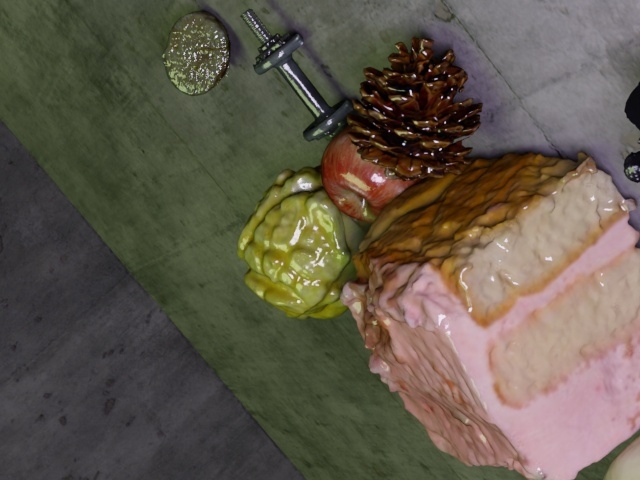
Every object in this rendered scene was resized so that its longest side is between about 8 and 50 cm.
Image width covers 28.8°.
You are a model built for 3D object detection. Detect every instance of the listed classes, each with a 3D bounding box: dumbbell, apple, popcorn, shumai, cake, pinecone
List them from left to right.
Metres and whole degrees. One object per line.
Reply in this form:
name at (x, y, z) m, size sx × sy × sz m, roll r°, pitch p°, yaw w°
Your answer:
shumai at (-0.174, -0.280, 1.869) m, size 0.099 × 0.123 × 0.087 m, roll 24°, pitch -164°, yaw 8°
dumbbell at (-0.024, -0.206, 1.685) m, size 0.254 × 0.081 × 0.082 m, roll 52°, pitch 159°, yaw -11°
popcorn at (0.000, 0.000, 1.773) m, size 0.195 × 0.256 × 0.255 m, roll 27°, pitch 145°, yaw 18°
apple at (0.075, -0.093, 1.631) m, size 0.146 × 0.131 × 0.146 m, roll 26°, pitch 152°, yaw 15°
pinecone at (0.109, -0.150, 1.442) m, size 0.173 × 0.173 × 0.173 m, roll 40°, pitch 158°, yaw 20°
cake at (0.213, 0.089, 1.462) m, size 0.306 × 0.293 × 0.314 m, roll 57°, pitch 164°, yaw -17°

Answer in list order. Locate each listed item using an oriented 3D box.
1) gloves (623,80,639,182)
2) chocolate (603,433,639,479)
gloves at (0.360, -0.079, 1.171) m, size 0.129 × 0.106 × 0.181 m, roll 33°, pitch -177°, yaw 37°
chocolate at (0.466, 0.323, 1.339) m, size 0.326 × 0.297 × 0.314 m, roll 32°, pitch 149°, yaw 37°
